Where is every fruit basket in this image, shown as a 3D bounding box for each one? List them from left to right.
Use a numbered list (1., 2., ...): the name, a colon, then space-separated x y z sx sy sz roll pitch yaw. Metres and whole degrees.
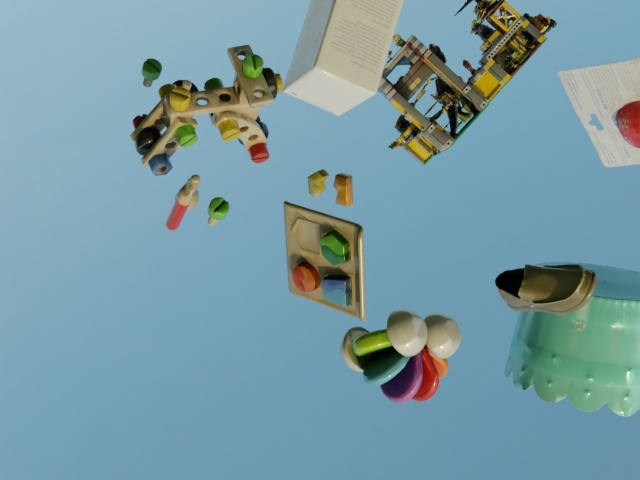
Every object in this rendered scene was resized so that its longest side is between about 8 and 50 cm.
1. fruit basket: 0.652 -0.251 1.937 0.353 0.327 0.165 -1 -119 33

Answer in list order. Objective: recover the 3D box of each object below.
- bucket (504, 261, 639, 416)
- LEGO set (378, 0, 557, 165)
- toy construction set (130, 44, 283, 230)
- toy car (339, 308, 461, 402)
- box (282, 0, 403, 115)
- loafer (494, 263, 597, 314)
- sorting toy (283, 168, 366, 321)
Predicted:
1. bucket: 0.445 0.149 1.711 0.281 0.183 0.281 6 -168 -1
2. LEGO set: 0.202 -0.293 1.736 0.331 0.192 0.255 -47 -178 7
3. toy construction set: -0.188 -0.196 1.802 0.258 0.237 0.308 15 -122 -14
4. toy car: 0.131 0.191 1.682 0.159 0.182 0.136 -25 -115 42
5. box: 0.033 -0.270 1.399 0.130 0.091 0.170 -16 -125 68
6. loafer: 0.261 0.056 1.247 0.148 0.050 0.056 -18 -130 55
7. sorting toy: 0.000 0.000 2.118 0.229 0.307 0.041 21 -145 40
